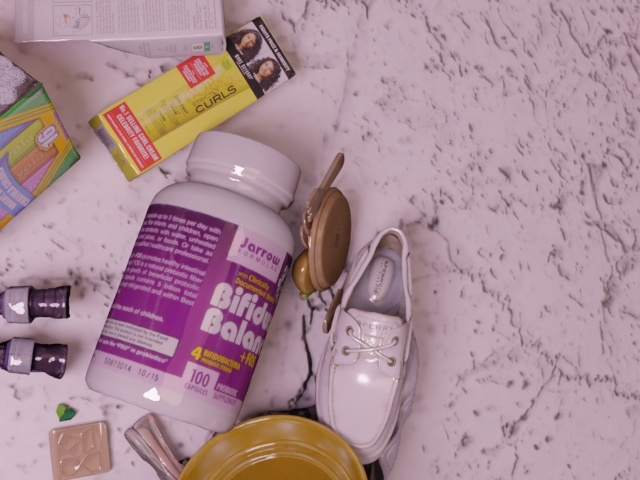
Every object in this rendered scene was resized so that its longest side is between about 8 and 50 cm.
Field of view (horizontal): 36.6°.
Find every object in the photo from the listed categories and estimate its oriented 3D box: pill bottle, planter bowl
[{"bbox_3d":[-0.125,0.042,1.051,0.169,0.169,0.301,23,78,-21],"label":"pill bottle"},{"bbox_3d":[-0.046,0.300,1.020,0.217,0.217,0.090,-45,144,-20],"label":"planter bowl"}]

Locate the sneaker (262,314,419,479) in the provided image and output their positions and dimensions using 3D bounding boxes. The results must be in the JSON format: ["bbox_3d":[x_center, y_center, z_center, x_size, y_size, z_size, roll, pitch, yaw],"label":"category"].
[{"bbox_3d":[0.017,0.198,1.139,0.153,0.101,0.268,20,76,-18],"label":"sneaker"}]

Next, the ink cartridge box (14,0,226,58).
[{"bbox_3d":[-0.224,-0.293,1.089,0.225,0.056,0.181,-4,72,-4],"label":"ink cartridge box"}]

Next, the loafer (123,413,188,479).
[{"bbox_3d":[-0.167,0.250,1.087,0.039,0.045,0.125,-43,100,-27],"label":"loafer"}]

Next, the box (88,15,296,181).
[{"bbox_3d":[-0.146,-0.165,1.119,0.232,0.058,0.087,-35,100,-22],"label":"box"}]

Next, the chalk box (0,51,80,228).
[{"bbox_3d":[-0.370,-0.080,0.949,0.132,0.132,0.213,37,70,23],"label":"chalk box"}]

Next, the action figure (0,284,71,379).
[{"bbox_3d":[-0.400,0.090,0.972,0.285,0.099,0.185,5,91,-19],"label":"action figure"}]

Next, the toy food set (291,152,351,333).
[{"bbox_3d":[0.000,0.000,1.126,0.132,0.039,0.192,-60,152,-47],"label":"toy food set"}]

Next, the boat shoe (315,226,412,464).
[{"bbox_3d":[0.053,0.108,1.087,0.098,0.096,0.277,9,60,-2],"label":"boat shoe"}]

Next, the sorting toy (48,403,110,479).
[{"bbox_3d":[-0.265,0.218,1.062,0.062,0.012,0.083,-6,92,-19],"label":"sorting toy"}]
